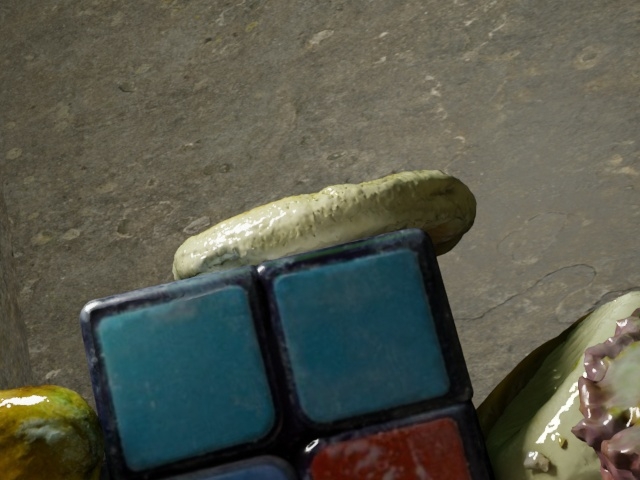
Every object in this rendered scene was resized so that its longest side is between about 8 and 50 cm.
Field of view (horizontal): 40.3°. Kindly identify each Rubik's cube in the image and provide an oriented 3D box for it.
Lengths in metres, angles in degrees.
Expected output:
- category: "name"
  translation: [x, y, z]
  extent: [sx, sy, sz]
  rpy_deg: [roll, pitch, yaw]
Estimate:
- category: "Rubik's cube"
  translation: [-0.030, 0.190, 0.839]
  extent: [0.318, 0.316, 0.313]
  rpy_deg: [-13, -11, -6]

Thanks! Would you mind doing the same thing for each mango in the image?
- category: "mango"
  translation: [-0.264, 0.245, 0.712]
  extent: [0.316, 0.192, 0.146]
  rpy_deg: [-65, -13, 24]

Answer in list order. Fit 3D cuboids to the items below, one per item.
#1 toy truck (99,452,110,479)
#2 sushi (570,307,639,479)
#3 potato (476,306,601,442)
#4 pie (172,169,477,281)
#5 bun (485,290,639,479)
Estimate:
- category: "toy truck"
  translation: [-0.291, 0.331, 1.167]
  extent: [0.206, 0.173, 0.387]
  rpy_deg: [-29, 5, 34]
- category: "sushi"
  translation: [0.294, 0.127, 0.523]
  extent: [0.270, 0.171, 0.236]
  rpy_deg: [-14, 17, 10]
- category: "potato"
  translation: [0.316, 0.198, 1.053]
  extent: [0.369, 0.195, 0.176]
  rpy_deg: [-54, 3, 32]
- category: "pie"
  translation: [0.000, 0.000, 0.927]
  extent: [0.337, 0.075, 0.337]
  rpy_deg: [-11, -12, -2]
- category: "bun"
  translation: [0.258, 0.181, 0.800]
  extent: [0.259, 0.160, 0.259]
  rpy_deg: [-47, -6, -7]
